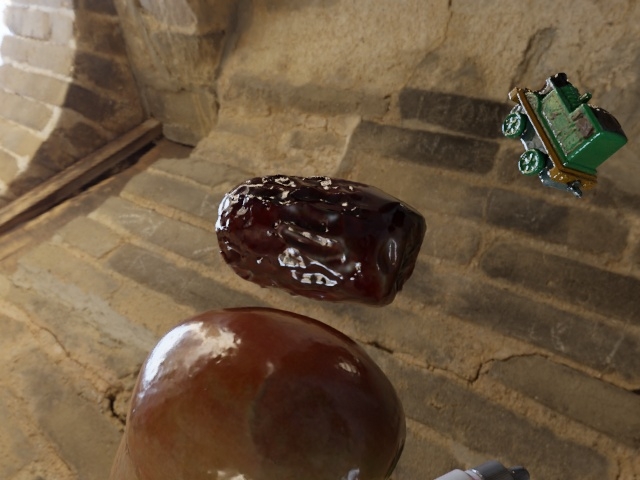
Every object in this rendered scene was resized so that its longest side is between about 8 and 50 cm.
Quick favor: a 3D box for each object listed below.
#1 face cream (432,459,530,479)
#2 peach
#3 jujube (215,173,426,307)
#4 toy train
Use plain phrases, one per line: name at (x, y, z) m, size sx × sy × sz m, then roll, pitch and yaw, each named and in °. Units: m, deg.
face cream at (0.166, 0.385, 0.683) m, size 0.311 × 0.092 × 0.092 m, roll -14°, pitch -139°, yaw -20°
peach at (-0.055, 0.178, 0.412) m, size 0.252 × 0.253 × 0.253 m, roll -4°, pitch -138°, yaw 3°
jujube at (0.000, 0.000, 0.892) m, size 0.376 × 0.259 × 0.259 m, roll 3°, pitch -138°, yaw 12°
toy train at (0.368, -0.169, 0.749) m, size 0.091 × 0.136 × 0.228 m, roll 9°, pitch -125°, yaw -26°
